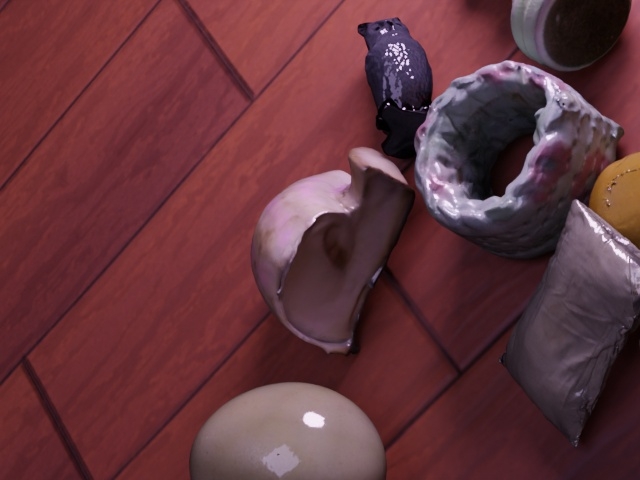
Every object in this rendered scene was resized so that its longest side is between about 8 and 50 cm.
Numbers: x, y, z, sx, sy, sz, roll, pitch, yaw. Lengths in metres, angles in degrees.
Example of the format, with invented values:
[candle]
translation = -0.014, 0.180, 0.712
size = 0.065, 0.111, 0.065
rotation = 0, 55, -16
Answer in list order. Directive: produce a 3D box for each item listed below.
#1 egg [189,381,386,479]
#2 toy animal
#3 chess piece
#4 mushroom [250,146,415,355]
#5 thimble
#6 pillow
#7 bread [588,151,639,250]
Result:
[egg]
translation = -0.042, 0.254, 1.727
size = 0.254, 0.188, 0.188
rotation = -8, 72, 43
[toy animal]
translation = 0.104, -0.177, 1.833
size = 0.210, 0.121, 0.117
rotation = -106, 15, -44
[chess piece]
translation = 0.226, -0.307, 1.755
size = 0.139, 0.139, 0.271
rotation = -53, 41, 11
[mushroom]
translation = -0.023, -0.010, 1.781
size = 0.173, 0.162, 0.236
rotation = 38, 114, 41
[thimble]
translation = 0.216, -0.090, 1.668
size = 0.211, 0.149, 0.185
rotation = -33, 57, 23
[pillow]
translation = 0.265, 0.087, 1.593
size = 0.148, 0.050, 0.229
rotation = 57, 135, 43
[bread]
translation = 0.377, -0.033, 1.568
size = 0.217, 0.098, 0.147
rotation = -11, 74, 34
